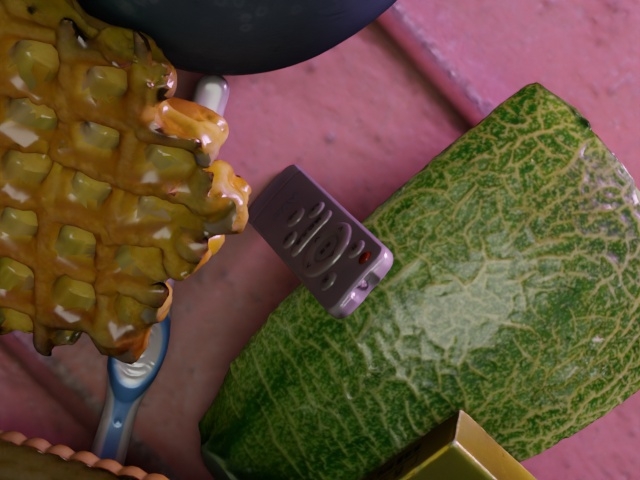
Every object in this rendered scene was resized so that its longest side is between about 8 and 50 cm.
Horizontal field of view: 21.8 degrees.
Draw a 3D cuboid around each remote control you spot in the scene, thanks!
[{"bbox_3d":[0.000,0.000,0.998,0.027,0.184,0.050,39,93,-25],"label":"remote control"}]

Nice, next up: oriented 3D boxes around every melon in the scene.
[{"bbox_3d":[0.066,0.067,1.046,0.323,0.124,0.196,-36,97,-1],"label":"melon"}]

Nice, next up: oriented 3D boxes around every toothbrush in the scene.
[{"bbox_3d":[-0.119,0.078,1.067,0.040,0.040,0.386,15,98,-9],"label":"toothbrush"}]

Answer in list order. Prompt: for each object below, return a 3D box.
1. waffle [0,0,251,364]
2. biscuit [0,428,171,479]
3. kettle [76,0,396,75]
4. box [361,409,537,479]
[{"bbox_3d":[-0.196,-0.062,0.951,0.329,0.062,0.329,12,132,14],"label":"waffle"},{"bbox_3d":[-0.115,0.220,1.038,0.255,0.029,0.172,14,109,18],"label":"biscuit"},{"bbox_3d":[-0.004,-0.245,0.866,0.247,0.342,0.319,43,84,-9],"label":"kettle"},{"bbox_3d":[0.032,0.253,1.051,0.311,0.043,0.173,-39,104,26],"label":"box"}]
